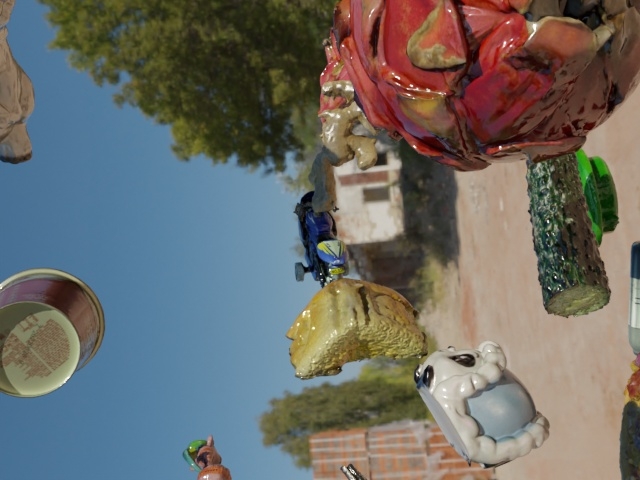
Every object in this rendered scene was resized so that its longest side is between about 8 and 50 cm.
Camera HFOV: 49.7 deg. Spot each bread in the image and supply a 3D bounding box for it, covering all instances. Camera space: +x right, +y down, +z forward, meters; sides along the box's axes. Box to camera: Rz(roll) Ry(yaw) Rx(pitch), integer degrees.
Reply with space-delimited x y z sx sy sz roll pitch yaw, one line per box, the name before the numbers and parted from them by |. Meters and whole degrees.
bread | 0.054 0.137 1.216 0.174 0.252 0.132 -97 -4 -55

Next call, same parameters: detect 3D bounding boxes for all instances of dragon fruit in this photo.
dragon fruit | 0.159 -0.199 0.643 0.343 0.278 0.277 11 110 59
dragon fruit | 0.068 -0.375 1.509 0.134 0.262 0.211 20 -140 -58

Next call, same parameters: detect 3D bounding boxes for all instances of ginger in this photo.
ginger | 0.049 -0.172 1.298 0.065 0.150 0.258 13 -90 -62

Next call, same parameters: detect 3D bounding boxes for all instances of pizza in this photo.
pizza | 0.680 0.313 1.340 0.278 0.114 0.408 -124 49 -82

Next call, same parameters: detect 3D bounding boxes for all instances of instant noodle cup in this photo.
instant noodle cup | -0.533 0.181 1.298 0.178 0.235 0.234 -145 47 -74

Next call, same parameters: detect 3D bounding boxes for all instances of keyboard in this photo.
keyboard | 0.117 0.492 1.284 0.106 0.027 0.317 45 171 35

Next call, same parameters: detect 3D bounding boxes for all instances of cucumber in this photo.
cucumber | 0.369 -0.053 1.071 0.096 0.096 0.359 77 -166 -51

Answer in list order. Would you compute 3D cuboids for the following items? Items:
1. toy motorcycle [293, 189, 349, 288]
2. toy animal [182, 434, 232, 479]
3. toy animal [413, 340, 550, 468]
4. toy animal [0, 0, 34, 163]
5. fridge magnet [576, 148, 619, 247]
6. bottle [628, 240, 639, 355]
toy motorcycle | 0.000 0.000 1.456 0.315 0.113 0.168 -116 23 -59
toy animal | -0.245 0.489 1.454 0.103 0.100 0.208 34 -168 -25
toy animal | 0.256 0.257 1.106 0.204 0.156 0.208 62 174 9
toy animal | -0.535 -0.280 1.030 0.258 0.194 0.357 45 140 24
fridge magnet | 0.530 -0.085 1.370 0.208 0.088 0.207 -11 -90 -80
bottle | 0.709 0.126 1.503 0.096 0.080 0.253 -146 52 -76
